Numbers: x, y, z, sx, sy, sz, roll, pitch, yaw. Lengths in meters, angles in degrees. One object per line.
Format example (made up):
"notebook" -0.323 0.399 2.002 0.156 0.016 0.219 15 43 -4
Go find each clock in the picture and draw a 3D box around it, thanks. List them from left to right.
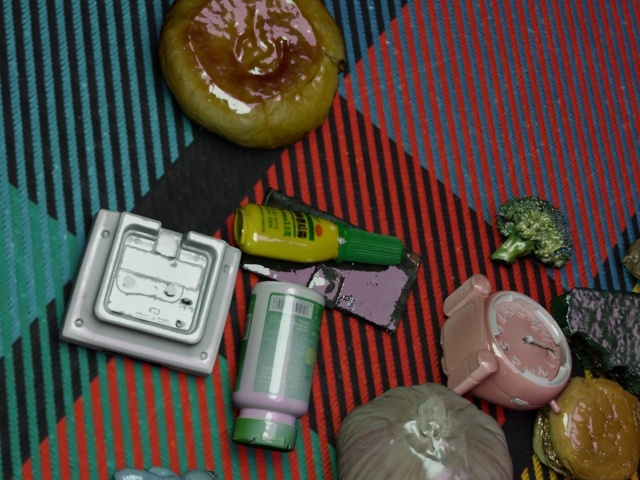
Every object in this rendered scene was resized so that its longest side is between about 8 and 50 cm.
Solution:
"clock" -0.277 0.085 1.686 0.262 0.116 0.231 17 73 -13
"clock" 0.345 0.208 1.849 0.241 0.142 0.227 21 46 -21

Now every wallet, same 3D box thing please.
"wallet" 0.022 0.038 1.835 0.317 0.044 0.169 25 72 -11

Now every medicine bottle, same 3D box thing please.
"medicine bottle" -0.075 0.215 1.711 0.133 0.133 0.274 15 72 -15
"medicine bottle" 0.000 0.000 1.773 0.309 0.076 0.111 10 42 -21

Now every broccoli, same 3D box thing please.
"broccoli" 0.400 -0.005 1.942 0.160 0.167 0.154 -47 60 4

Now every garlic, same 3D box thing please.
"garlic" 0.181 0.376 1.674 0.317 0.259 0.317 -2 40 2

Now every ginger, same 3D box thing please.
"ginger" 0.703 0.076 2.039 0.204 0.080 0.104 44 62 -2

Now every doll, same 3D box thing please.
"doll" -0.246 0.416 1.639 0.180 0.075 0.120 5 35 -8

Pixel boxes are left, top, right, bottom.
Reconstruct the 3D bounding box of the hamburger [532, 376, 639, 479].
"hamburger" 0.501 0.357 1.892 0.214 0.108 0.213 6 75 -23

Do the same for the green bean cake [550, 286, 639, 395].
"green bean cake" 0.542 0.194 1.942 0.208 0.107 0.193 8 77 -16

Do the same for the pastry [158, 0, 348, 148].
"pastry" -0.119 -0.328 1.820 0.356 0.164 0.356 3 81 -21
